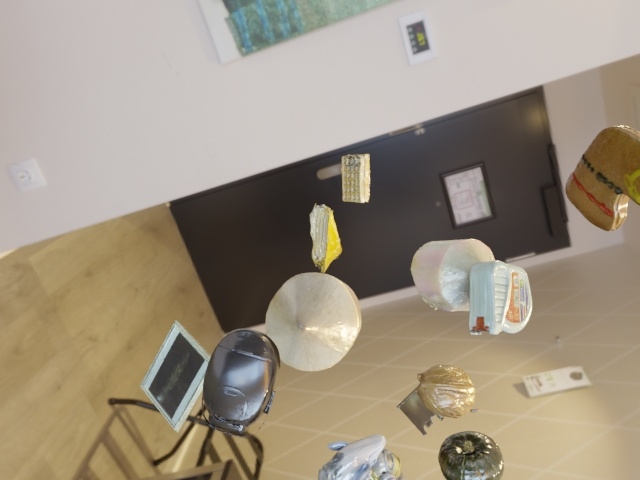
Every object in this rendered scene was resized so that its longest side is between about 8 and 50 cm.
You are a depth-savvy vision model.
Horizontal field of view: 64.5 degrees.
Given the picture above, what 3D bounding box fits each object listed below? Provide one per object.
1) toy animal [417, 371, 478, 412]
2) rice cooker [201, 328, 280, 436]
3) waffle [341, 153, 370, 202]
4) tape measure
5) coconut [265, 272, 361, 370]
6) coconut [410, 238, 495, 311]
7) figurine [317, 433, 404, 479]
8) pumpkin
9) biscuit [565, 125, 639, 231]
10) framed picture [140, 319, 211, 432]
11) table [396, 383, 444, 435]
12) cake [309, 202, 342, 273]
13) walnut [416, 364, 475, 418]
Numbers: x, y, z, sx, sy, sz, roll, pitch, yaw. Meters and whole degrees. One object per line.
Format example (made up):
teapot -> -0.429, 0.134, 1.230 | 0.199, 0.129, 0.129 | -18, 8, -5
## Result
toy animal -> 0.422, 0.511, 1.685 | 0.057, 0.241, 0.099 | -66, 179, -51
rice cooker -> -0.151, 0.273, 0.989 | 0.118, 0.142, 0.203 | 34, 72, -79
waffle -> 0.109, -0.192, 1.566 | 0.102, 0.042, 0.148 | 12, -74, 55
tape measure -> 0.592, 0.198, 1.697 | 0.246, 0.125, 0.243 | 12, 76, -33
coconut -> -0.021, 0.246, 1.538 | 0.329, 0.328, 0.329 | -16, 90, -79
coconut -> 0.522, 0.136, 1.936 | 0.309, 0.297, 0.298 | 2, -69, 65
figurine -> 0.077, 0.486, 1.023 | 0.183, 0.209, 0.128 | 23, 4, -29
pumpkin -> 0.509, 0.743, 1.718 | 0.224, 0.223, 0.157 | -76, 155, -69
biscuit -> 0.732, -0.129, 1.249 | 0.277, 0.052, 0.262 | 101, -27, -53
framed picture -> -0.474, 0.444, 1.662 | 0.231, 0.293, 0.018 | 37, 16, 27
table -> 0.228, 0.362, 1.106 | 0.082, 0.070, 0.083 | 47, 15, 17
cake -> -0.004, -0.002, 1.385 | 0.116, 0.079, 0.185 | -54, 149, -26
walnut -> 0.245, 0.294, 0.992 | 0.124, 0.105, 0.105 | 21, 38, -21
